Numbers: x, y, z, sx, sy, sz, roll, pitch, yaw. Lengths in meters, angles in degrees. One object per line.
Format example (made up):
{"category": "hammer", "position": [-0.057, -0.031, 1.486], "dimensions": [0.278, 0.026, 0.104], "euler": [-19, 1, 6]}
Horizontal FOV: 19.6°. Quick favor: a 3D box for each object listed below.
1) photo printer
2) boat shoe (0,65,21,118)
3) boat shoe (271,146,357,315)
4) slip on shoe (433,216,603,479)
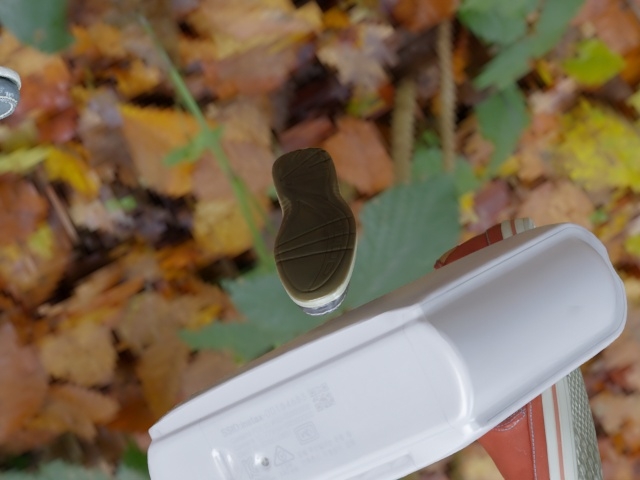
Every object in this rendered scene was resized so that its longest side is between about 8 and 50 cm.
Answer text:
{"category": "photo printer", "position": [0.061, 0.088, 1.271], "dimensions": [0.256, 0.107, 0.307], "euler": [-27, 178, 33]}
{"category": "boat shoe", "position": [-0.457, -0.099, 1.923], "dimensions": [0.319, 0.099, 0.116], "euler": [-16, 162, -18]}
{"category": "boat shoe", "position": [-0.001, 0.000, 1.722], "dimensions": [0.080, 0.223, 0.073], "euler": [-16, 128, 4]}
{"category": "slip on shoe", "position": [0.163, 0.142, 1.502], "dimensions": [0.101, 0.331, 0.123], "euler": [-17, 155, 13]}
